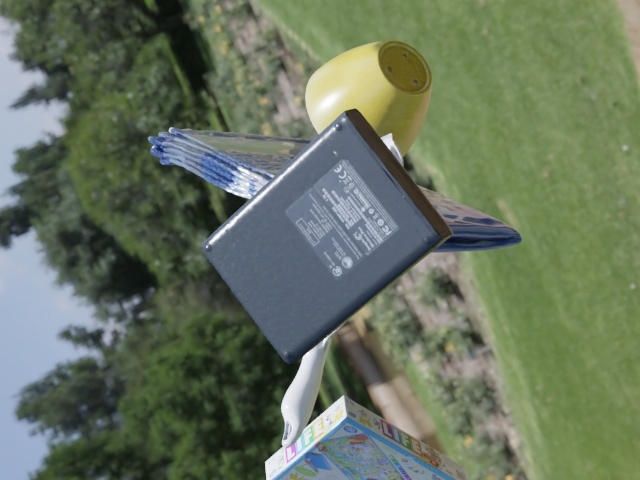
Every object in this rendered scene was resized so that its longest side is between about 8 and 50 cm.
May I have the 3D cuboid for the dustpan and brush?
[{"bbox_3d":[0.000,0.040,0.868,0.060,0.211,0.147,33,157,-18],"label":"dustpan and brush"}]

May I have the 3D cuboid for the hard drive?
[{"bbox_3d":[0.000,0.000,0.734,0.094,0.135,0.022,53,-152,7],"label":"hard drive"}]

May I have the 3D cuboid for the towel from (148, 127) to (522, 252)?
[{"bbox_3d":[0.009,-0.043,1.083,0.285,0.209,0.034,26,108,41],"label":"towel"}]

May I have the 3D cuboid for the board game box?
[{"bbox_3d":[0.043,0.208,1.086,0.154,0.103,0.026,34,-154,-28],"label":"board game box"}]

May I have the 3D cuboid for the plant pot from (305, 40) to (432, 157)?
[{"bbox_3d":[0.065,-0.159,1.309,0.095,0.134,0.134,-43,66,48],"label":"plant pot"}]
